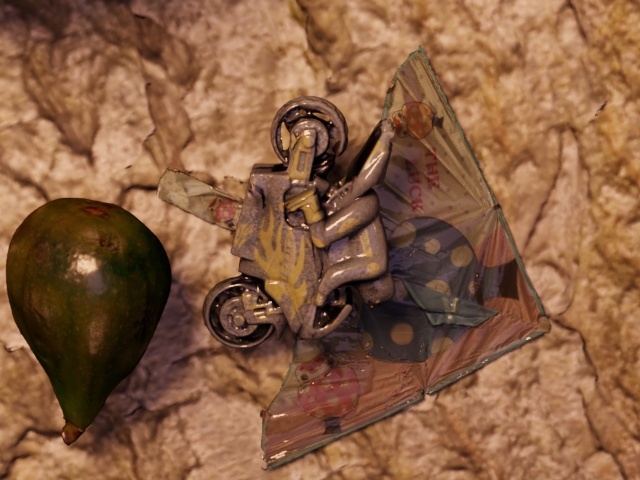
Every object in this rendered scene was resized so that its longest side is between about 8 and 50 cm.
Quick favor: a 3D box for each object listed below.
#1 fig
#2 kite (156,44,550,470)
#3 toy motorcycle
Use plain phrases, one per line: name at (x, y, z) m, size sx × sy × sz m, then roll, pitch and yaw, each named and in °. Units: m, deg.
fig at (-0.156, 0.057, 0.877) m, size 0.117 × 0.117 × 0.177 m, roll -2°, pitch 119°, yaw -8°
kite at (0.027, 0.022, 0.939) m, size 0.314 × 0.011 × 0.335 m, roll 19°, pitch 99°, yaw -12°
toy motorcycle at (0.000, 0.000, 0.893) m, size 0.124 × 0.061 × 0.193 m, roll 20°, pitch 106°, yaw -5°
